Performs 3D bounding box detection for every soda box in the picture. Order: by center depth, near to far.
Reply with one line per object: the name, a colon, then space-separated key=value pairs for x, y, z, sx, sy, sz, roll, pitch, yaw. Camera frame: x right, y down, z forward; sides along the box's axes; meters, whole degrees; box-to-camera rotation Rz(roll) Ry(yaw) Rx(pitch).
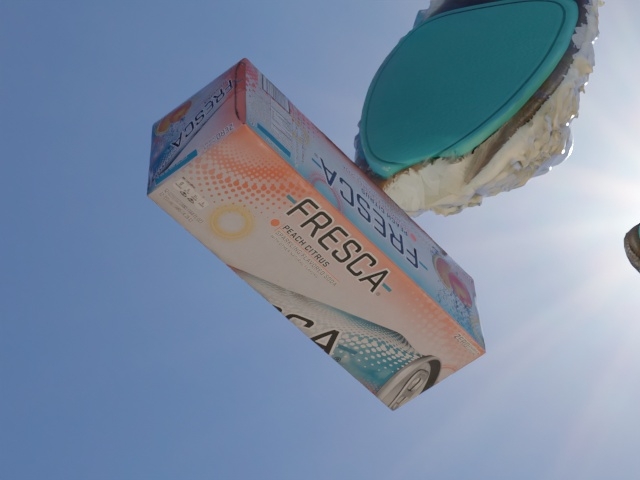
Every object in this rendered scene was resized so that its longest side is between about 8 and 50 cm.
soda box: x=0.000 y=0.000 z=0.856 sx=0.063 sy=0.058 sz=0.183 roll=-34 pitch=-59 yaw=22

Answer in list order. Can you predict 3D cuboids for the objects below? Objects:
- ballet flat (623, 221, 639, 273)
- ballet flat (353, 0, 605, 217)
ballet flat: x=0.356 y=0.071 z=1.246 sx=0.316 sy=0.107 sz=0.106 roll=17 pitch=-53 yaw=8
ballet flat: x=0.135 y=-0.123 z=1.192 sx=0.147 sy=0.147 sz=0.409 roll=62 pitch=-146 yaw=-31
